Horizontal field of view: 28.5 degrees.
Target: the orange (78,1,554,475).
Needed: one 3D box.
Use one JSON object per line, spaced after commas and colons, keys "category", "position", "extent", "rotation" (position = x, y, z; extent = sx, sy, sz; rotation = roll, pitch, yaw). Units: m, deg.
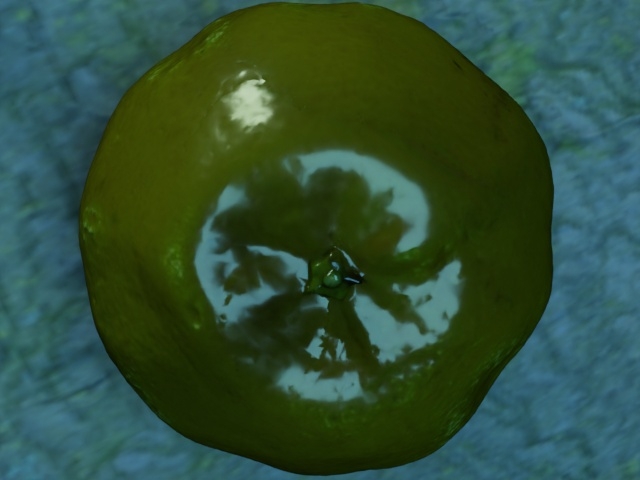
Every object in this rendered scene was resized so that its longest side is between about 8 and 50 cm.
{"category": "orange", "position": [0.000, 0.000, 0.721], "extent": [0.279, 0.235, 0.279], "rotation": [-1, 94, -13]}
